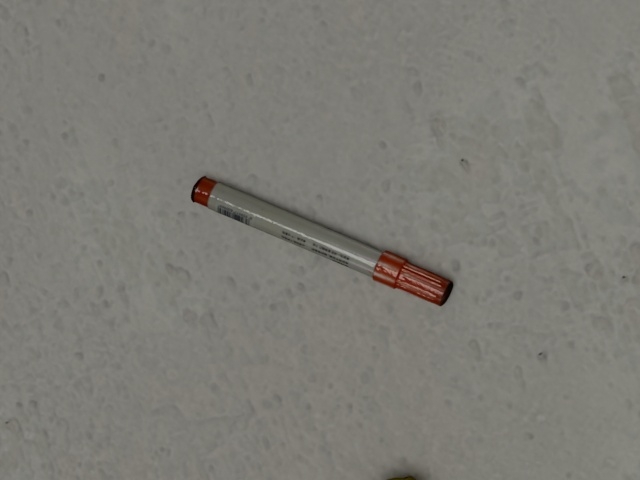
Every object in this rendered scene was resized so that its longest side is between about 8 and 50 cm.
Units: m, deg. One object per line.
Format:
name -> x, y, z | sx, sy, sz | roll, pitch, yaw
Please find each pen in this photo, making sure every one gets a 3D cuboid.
pen -> 0.000, 0.000, 1.616 | 0.239, 0.028, 0.028 | 23, 106, 12

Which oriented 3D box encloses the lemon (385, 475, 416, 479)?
lemon -> 0.065, 0.239, 1.621 | 0.062, 0.062, 0.083 | 20, 105, 13
